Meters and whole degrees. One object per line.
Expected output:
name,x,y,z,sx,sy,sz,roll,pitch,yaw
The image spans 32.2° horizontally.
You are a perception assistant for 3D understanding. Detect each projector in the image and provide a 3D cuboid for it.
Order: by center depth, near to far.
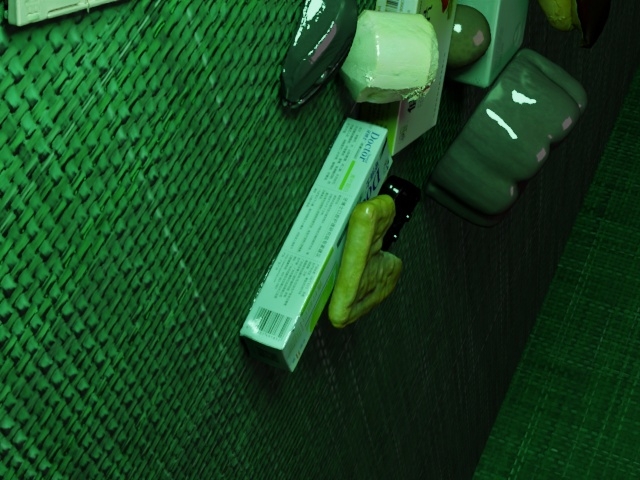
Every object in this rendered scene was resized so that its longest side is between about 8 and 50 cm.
projector,0.263,-0.395,1.747,0.192,0.099,0.257,-52,152,-47

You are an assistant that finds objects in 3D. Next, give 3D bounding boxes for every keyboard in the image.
keyboard,-0.183,-0.201,0.844,0.166,0.017,0.055,-38,137,-57

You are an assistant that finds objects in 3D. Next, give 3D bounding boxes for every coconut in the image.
coconut,0.076,-0.226,1.369,0.116,0.122,0.116,178,-90,-78

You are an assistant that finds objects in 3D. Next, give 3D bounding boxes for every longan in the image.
longan,0.206,-0.302,1.658,0.113,0.113,0.092,76,13,-56

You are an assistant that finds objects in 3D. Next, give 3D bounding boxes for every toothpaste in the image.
toothpaste,0.000,0.000,1.425,0.081,0.067,0.337,75,37,-61

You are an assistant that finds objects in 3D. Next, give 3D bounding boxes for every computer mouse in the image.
computer mouse,0.005,-0.225,1.260,0.099,0.057,0.172,48,63,-76

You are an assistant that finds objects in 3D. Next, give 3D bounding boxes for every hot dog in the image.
hot dog,0.393,-0.454,1.739,0.194,0.107,0.326,-54,151,-38

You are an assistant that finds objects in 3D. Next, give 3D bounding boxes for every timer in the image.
timer,0.069,-0.008,1.576,0.187,0.055,0.144,-57,165,7

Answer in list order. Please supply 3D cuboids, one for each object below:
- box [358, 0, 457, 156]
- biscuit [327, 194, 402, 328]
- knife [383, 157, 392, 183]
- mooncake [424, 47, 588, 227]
box,0.126,-0.266,1.542,0.175,0.062,0.261,-39,142,-57
biscuit,0.071,0.016,1.461,0.174,0.039,0.183,-29,137,-54
knife,0.066,-0.010,1.662,0.047,0.017,0.298,-32,139,-58
mooncake,0.308,-0.164,1.844,0.306,0.154,0.306,-52,173,-9
